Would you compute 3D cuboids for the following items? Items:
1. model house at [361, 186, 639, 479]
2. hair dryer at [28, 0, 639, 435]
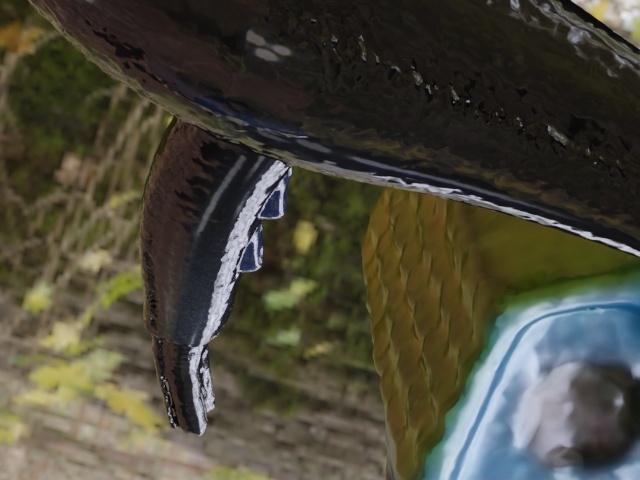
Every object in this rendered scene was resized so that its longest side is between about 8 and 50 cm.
[{"bbox_3d":[0.125,0.059,0.897,0.237,0.215,0.303,-99,176,-57],"label":"model house"},{"bbox_3d":[0.000,0.000,0.414,0.075,0.195,0.219,-62,178,-36],"label":"hair dryer"}]
